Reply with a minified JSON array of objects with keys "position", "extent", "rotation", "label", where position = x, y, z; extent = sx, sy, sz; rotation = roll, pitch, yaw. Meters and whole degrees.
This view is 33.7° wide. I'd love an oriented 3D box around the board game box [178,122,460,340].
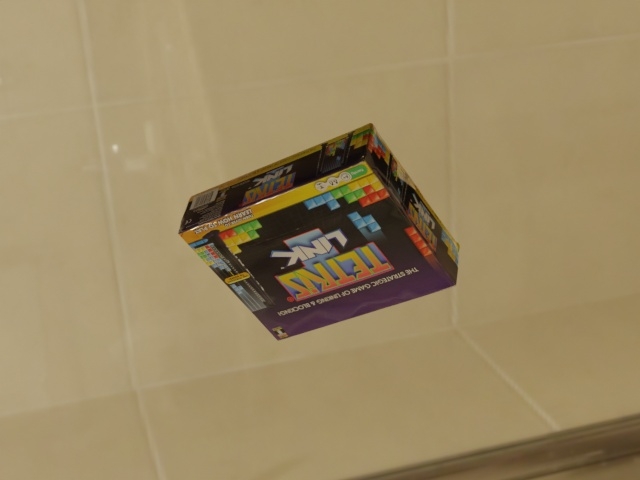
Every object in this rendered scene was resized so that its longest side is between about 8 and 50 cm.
[{"position":[0.000,0.000,0.819],"extent":[0.141,0.170,0.048],"rotation":[51,-146,-32],"label":"board game box"}]
